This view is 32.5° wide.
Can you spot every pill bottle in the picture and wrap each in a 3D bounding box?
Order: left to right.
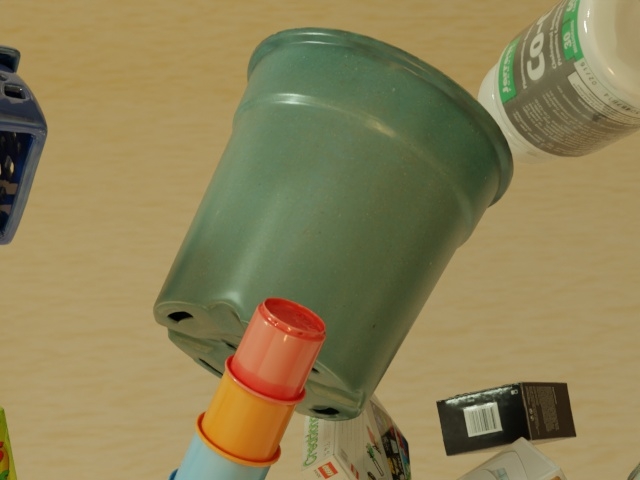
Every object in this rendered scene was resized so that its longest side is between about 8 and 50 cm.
[{"bbox_3d":[0.362,-0.226,1.490,0.361,0.204,0.204,147,122,-71],"label":"pill bottle"}]

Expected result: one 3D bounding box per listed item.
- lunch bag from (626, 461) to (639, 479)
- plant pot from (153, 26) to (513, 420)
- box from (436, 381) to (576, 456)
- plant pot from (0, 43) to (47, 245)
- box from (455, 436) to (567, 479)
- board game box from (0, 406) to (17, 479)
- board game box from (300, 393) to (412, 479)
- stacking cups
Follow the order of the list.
[{"bbox_3d":[0.366,0.253,1.028,0.129,0.151,0.096,-48,-13,-12],"label":"lunch bag"},{"bbox_3d":[0.000,0.000,1.238,0.341,0.341,0.334,102,-167,-66],"label":"plant pot"},{"bbox_3d":[0.294,0.281,1.729,0.158,0.156,0.093,9,-112,-51],"label":"box"},{"bbox_3d":[-0.515,-0.148,1.468,0.236,0.236,0.212,-59,39,38],"label":"plant pot"},{"bbox_3d":[0.202,0.392,1.188,0.262,0.231,0.127,61,174,-9],"label":"box"},{"bbox_3d":[-0.344,0.252,1.072,0.092,0.043,0.181,-31,-50,-44],"label":"board game box"},{"bbox_3d":[0.052,0.279,1.421,0.193,0.053,0.305,56,-168,-15],"label":"board game box"},{"bbox_3d":[-0.088,0.199,0.950,0.096,0.096,0.316,-106,37,-67],"label":"stacking cups"}]
